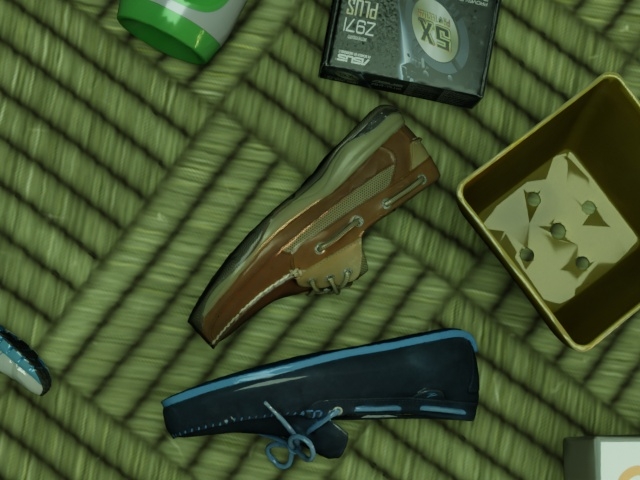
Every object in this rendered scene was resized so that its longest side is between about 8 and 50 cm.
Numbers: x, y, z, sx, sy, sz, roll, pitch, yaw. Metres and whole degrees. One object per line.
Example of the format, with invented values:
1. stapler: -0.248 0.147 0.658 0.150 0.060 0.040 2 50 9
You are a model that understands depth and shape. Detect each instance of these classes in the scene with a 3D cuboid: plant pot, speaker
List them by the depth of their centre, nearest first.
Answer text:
1. plant pot: 0.270 -0.021 1.938 0.212 0.187 0.212 -37 88 -8
2. speaker: -0.106 -0.344 1.974 0.131 0.131 0.297 26 82 -2

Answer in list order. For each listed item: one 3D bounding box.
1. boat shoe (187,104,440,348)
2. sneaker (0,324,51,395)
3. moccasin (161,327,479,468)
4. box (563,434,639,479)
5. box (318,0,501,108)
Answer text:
1. boat shoe: 0.000 0.000 1.948 0.120 0.122 0.324 45 83 -2
2. sneaker: -0.371 0.115 1.933 0.190 0.071 0.083 36 88 8
3. moccasin: 0.008 0.176 1.920 0.342 0.138 0.117 -11 89 -5
4. box: 0.378 0.375 1.912 0.215 0.168 0.345 0 84 -5
5. box: 0.099 -0.237 2.003 0.180 0.077 0.147 12 83 -4
